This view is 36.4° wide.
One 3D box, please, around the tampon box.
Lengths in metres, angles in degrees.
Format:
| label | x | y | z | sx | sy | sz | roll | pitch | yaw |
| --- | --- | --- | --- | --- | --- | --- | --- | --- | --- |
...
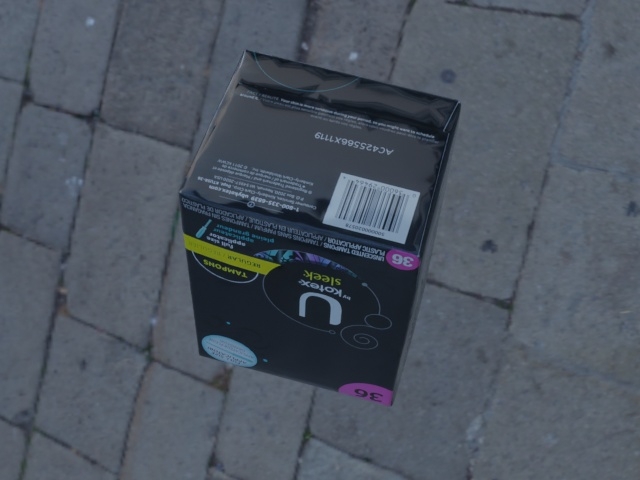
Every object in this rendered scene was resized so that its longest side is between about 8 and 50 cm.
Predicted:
| label | x | y | z | sx | sy | sz | roll | pitch | yaw |
| --- | --- | --- | --- | --- | --- | --- | --- | --- | --- |
| tampon box | 0.000 | 0.000 | 0.530 | 0.120 | 0.161 | 0.101 | 14 | 55 | 8 |
